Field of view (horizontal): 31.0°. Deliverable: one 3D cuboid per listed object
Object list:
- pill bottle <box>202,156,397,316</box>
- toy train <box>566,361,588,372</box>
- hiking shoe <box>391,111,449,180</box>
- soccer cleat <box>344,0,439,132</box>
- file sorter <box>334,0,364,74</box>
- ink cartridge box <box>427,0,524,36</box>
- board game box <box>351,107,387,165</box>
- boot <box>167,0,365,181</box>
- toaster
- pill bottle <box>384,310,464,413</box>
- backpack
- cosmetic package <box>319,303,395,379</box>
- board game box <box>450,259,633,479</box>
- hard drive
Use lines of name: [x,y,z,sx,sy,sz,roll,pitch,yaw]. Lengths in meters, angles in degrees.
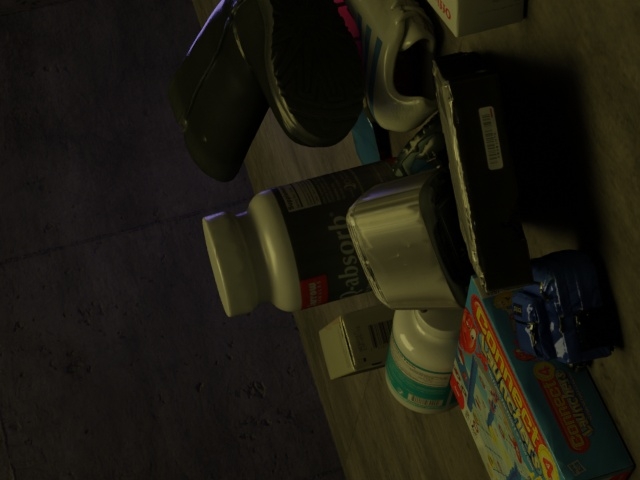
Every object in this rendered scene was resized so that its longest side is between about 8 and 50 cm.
pill bottle: [0.000,0.000,1.917,0.210,0.363,0.210,165,90,-81]
toy train: [0.289,0.089,1.415,0.036,0.027,0.158,95,158,-54]
hiking shoe: [0.171,-0.075,1.695,0.132,0.113,0.304,36,147,11]
soccer cleat: [0.108,-0.323,1.657,0.143,0.116,0.331,-18,84,59]
file sorter: [-0.025,-0.414,1.977,0.202,0.182,0.291,108,146,-73]
ink cartridge box: [0.162,-0.359,1.281,0.212,0.093,0.154,82,167,-44]
board game box: [0.093,-0.189,2.096,0.133,0.033,0.169,-131,23,-58]
boot: [-0.107,-0.214,1.805,0.445,0.146,0.367,-45,50,53]
toaster: [0.135,-0.004,1.597,0.129,0.146,0.227,-46,-62,-50]
pill bottle: [0.180,0.157,1.782,0.264,0.146,0.146,94,159,-60]
backpack: [0.269,0.073,1.296,0.098,0.101,0.120,-168,70,-73]
cosmetic package: [0.101,0.195,2.248,0.309,0.160,0.113,133,123,-77]
board game box: [0.277,0.235,1.523,0.302,0.086,0.308,89,163,-55]
hard drive: [0.185,-0.095,1.367,0.339,0.064,0.237,-76,-25,-75]
